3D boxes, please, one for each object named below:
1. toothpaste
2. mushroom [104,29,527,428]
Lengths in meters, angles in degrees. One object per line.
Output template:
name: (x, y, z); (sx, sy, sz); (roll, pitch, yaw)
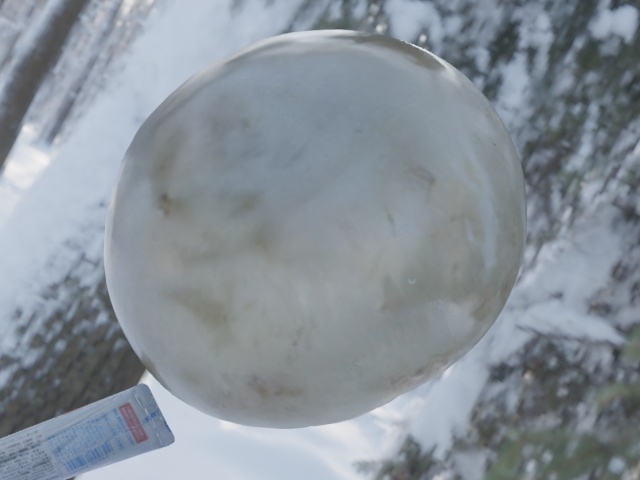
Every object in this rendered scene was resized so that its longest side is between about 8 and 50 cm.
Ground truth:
toothpaste: (-0.269, 0.214, 1.287); (0.057, 0.234, 0.089); (-107, 178, -54)
mushroom: (0.000, 0.000, 1.086); (0.362, 0.362, 0.294); (28, -22, 37)
